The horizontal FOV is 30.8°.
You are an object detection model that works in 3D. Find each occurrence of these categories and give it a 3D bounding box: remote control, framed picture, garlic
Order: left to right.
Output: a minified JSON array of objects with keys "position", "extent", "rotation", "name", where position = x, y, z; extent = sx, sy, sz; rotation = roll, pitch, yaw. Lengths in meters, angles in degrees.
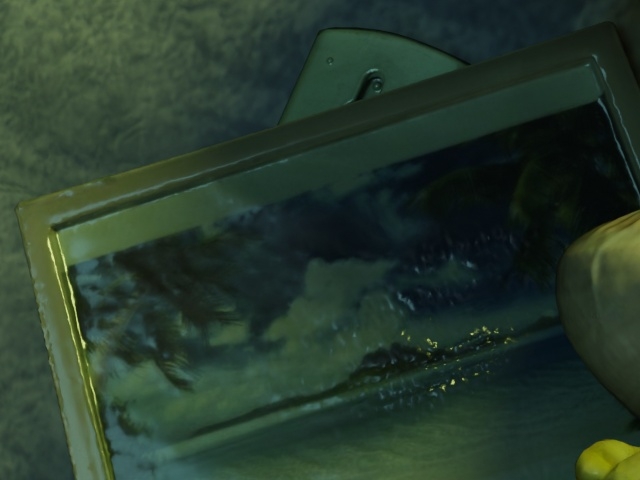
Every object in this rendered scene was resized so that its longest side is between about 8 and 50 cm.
[{"position":[0.000,0.000,0.606],"extent":[0.098,0.038,0.234],"rotation":[18,79,25],"name":"remote control"},{"position":[0.027,0.043,0.552],"extent":[0.315,0.024,0.232],"rotation":[-18,74,2],"name":"framed picture"},{"position":[0.153,0.012,0.436],"extent":[0.128,0.198,0.090],"rotation":[-31,70,8],"name":"garlic"}]

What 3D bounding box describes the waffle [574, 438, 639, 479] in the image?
[{"position":[0.153,0.119,0.410],"extent":[0.237,0.243,0.059],"rotation":[-26,41,-9],"name":"waffle"}]
